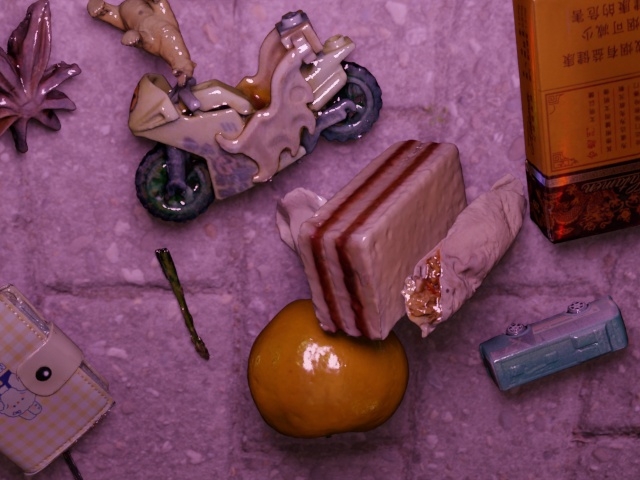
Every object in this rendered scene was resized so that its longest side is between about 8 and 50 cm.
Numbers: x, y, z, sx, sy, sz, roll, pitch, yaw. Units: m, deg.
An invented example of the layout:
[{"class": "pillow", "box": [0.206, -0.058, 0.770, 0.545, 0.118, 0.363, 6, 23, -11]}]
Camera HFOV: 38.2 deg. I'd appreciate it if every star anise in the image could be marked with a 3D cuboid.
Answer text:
[{"class": "star anise", "box": [-0.461, -0.238, 1.370, 0.198, 0.111, 0.258, -10, 134, -29]}]

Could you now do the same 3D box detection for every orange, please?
[{"class": "orange", "box": [0.012, 0.212, 1.548, 0.279, 0.279, 0.235, -5, 83, -4]}]

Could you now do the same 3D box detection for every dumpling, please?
[{"class": "dumpling", "box": [0.000, 0.000, 1.532, 0.151, 0.124, 0.229, -2, 131, 37]}]

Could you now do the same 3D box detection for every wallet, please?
[{"class": "wallet", "box": [-0.505, 0.236, 1.532, 0.223, 0.077, 0.309, -39, 128, -7]}]

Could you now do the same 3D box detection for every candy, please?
[{"class": "candy", "box": [0.105, -0.010, 1.433, 0.135, 0.320, 0.179, 7, 126, 35]}]

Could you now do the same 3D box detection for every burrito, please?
[{"class": "burrito", "box": [0.234, 0.009, 1.440, 0.076, 0.392, 0.117, 1, 117, 37]}]

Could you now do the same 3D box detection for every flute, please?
[{"class": "flute", "box": [-0.472, 0.390, 1.705, 0.014, 0.014, 0.270, -17, 115, 2]}]

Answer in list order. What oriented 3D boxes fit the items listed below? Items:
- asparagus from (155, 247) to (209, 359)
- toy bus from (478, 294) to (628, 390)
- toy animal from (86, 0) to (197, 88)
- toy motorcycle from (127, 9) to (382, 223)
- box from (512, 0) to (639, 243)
[{"class": "asparagus", "box": [-0.236, 0.115, 1.604, 0.022, 0.023, 0.233, 6, 124, 41]}, {"class": "toy bus", "box": [0.422, 0.185, 1.665, 0.261, 0.109, 0.091, -22, 109, 2]}, {"class": "toy animal", "box": [-0.247, -0.306, 1.323, 0.103, 0.218, 0.101, -42, 139, -6]}, {"class": "toy motorcycle", "box": [-0.114, -0.193, 1.403, 0.410, 0.169, 0.237, -25, 121, -1]}, {"class": "box", "box": [0.459, -0.217, 1.479, 0.264, 0.116, 0.415, -13, 115, -2]}]
